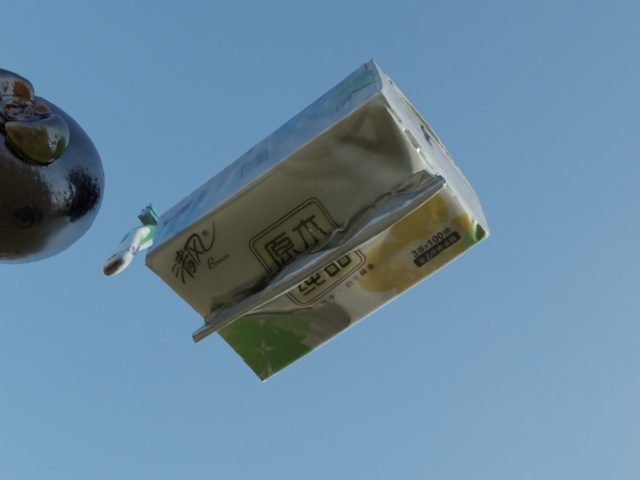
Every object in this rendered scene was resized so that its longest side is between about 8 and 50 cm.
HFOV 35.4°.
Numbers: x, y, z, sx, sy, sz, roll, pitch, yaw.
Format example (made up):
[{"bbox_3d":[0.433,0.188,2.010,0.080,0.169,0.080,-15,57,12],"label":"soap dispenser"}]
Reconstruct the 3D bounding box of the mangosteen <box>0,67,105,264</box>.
[{"bbox_3d":[-0.239,-0.058,0.762,0.153,0.152,0.152,15,-51,19],"label":"mangosteen"}]

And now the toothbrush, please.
[{"bbox_3d":[-0.208,0.000,1.166,0.042,0.418,0.040,-34,-80,1],"label":"toothbrush"}]

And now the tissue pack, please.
[{"bbox_3d":[0.000,0.000,0.786,0.229,0.145,0.159,-34,-66,15],"label":"tissue pack"}]
